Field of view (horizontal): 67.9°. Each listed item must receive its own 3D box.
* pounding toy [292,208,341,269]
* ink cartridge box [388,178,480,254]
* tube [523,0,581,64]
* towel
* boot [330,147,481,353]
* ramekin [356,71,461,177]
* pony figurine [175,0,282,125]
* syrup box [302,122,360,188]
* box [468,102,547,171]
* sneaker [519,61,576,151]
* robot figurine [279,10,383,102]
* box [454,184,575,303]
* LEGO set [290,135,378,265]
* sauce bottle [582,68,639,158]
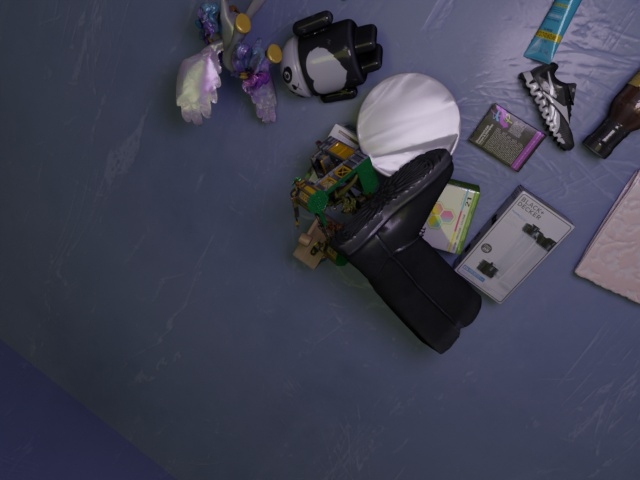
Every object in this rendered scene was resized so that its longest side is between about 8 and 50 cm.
[{"bbox_3d":[0.003,-0.006,1.416,0.094,0.206,0.181,35,113,5],"label":"pounding toy"},{"bbox_3d":[0.300,-0.090,1.354,0.255,0.097,0.189,16,110,12],"label":"ink cartridge box"},{"bbox_3d":[0.578,-0.540,1.153,0.080,0.052,0.207,49,124,47],"label":"tube"},{"bbox_3d":[0.890,0.023,1.222,0.331,0.053,0.317,27,113,9],"label":"towel"},{"bbox_3d":[0.296,0.040,1.232,0.367,0.146,0.445,-42,111,6],"label":"boot"},{"bbox_3d":[0.232,-0.296,1.273,0.272,0.127,0.273,1,97,7],"label":"ramekin"},{"bbox_3d":[-0.229,-0.507,1.292,0.363,0.302,0.352,4,99,60],"label":"pony figurine"},{"bbox_3d":[0.037,-0.223,1.401,0.096,0.093,0.237,34,113,6],"label":"syrup box"},{"bbox_3d":[0.497,-0.276,1.271,0.162,0.029,0.116,34,112,4],"label":"box"},{"bbox_3d":[0.599,-0.341,1.192,0.106,0.078,0.235,-27,94,26],"label":"sneaker"},{"bbox_3d":[0.025,-0.486,1.281,0.277,0.173,0.209,-8,101,19],"label":"robot figurine"},{"bbox_3d":[0.526,0.012,1.317,0.169,0.087,0.290,38,113,4],"label":"box"},{"bbox_3d":[0.028,-0.112,1.271,0.255,0.331,0.192,-46,48,-7],"label":"LEGO set"},{"bbox_3d":[0.773,-0.349,1.117,0.111,0.111,0.344,40,115,3],"label":"sauce bottle"}]
